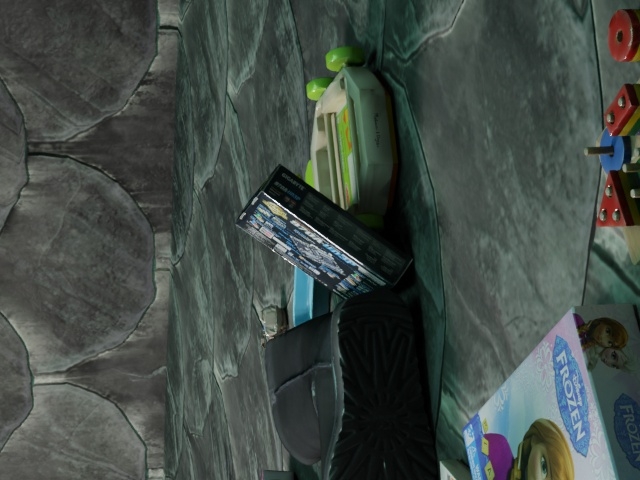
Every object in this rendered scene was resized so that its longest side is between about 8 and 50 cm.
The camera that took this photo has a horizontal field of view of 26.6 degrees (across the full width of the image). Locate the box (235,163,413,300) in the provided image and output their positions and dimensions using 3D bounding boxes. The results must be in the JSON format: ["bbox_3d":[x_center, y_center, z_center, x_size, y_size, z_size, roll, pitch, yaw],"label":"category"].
[{"bbox_3d":[0.000,0.000,1.849,0.051,0.220,0.175,-56,4,-20],"label":"box"}]

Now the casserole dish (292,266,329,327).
[{"bbox_3d":[-0.013,0.081,2.212,0.114,0.037,0.188,-133,44,-67],"label":"casserole dish"}]

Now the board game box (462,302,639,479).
[{"bbox_3d":[0.240,0.268,1.275,0.318,0.066,0.318,115,149,-58],"label":"board game box"}]

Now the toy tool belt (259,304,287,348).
[{"bbox_3d":[-0.082,0.162,2.464,0.051,0.052,0.083,45,-142,-66],"label":"toy tool belt"}]

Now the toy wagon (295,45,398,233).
[{"bbox_3d":[0.029,-0.114,1.982,0.344,0.068,0.267,134,132,-70],"label":"toy wagon"}]

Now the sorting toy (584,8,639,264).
[{"bbox_3d":[0.271,-0.058,1.164,0.132,0.046,0.274,114,150,-57],"label":"sorting toy"}]

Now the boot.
[{"bbox_3d":[0.016,0.279,1.921,0.445,0.146,0.366,146,128,-68],"label":"boot"}]

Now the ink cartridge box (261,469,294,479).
[{"bbox_3d":[-0.082,0.556,2.299,0.371,0.069,0.175,-93,7,-70],"label":"ink cartridge box"}]

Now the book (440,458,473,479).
[{"bbox_3d":[0.174,0.324,1.584,0.144,0.035,0.096,-147,53,-72],"label":"book"}]
